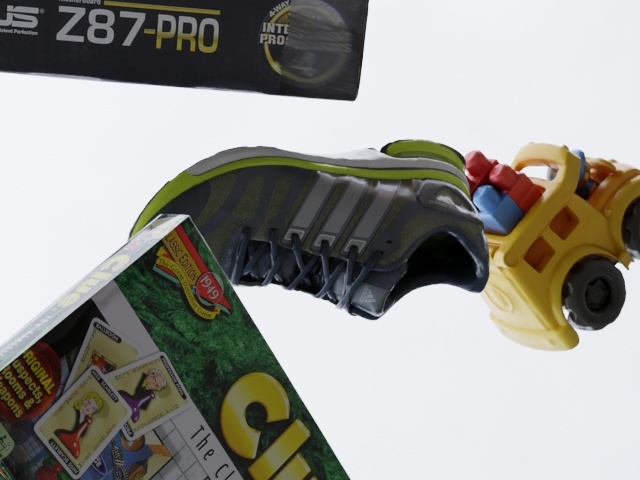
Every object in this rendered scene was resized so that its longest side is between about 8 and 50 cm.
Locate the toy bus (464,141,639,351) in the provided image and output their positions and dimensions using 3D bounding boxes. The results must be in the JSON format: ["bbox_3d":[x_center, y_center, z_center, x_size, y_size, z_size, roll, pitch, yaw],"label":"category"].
[{"bbox_3d":[0.234,-0.029,1.572,0.220,0.149,0.211,-49,-66,-16],"label":"toy bus"}]

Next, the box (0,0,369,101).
[{"bbox_3d":[-0.144,-0.185,1.254,0.318,0.395,0.097,6,-80,-7],"label":"box"}]

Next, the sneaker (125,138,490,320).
[{"bbox_3d":[0.000,0.000,1.125,0.300,0.121,0.111,-10,-42,-24],"label":"sneaker"}]

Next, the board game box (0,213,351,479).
[{"bbox_3d":[-0.045,0.131,0.677,0.136,0.030,0.259,-44,-67,-33],"label":"board game box"}]
